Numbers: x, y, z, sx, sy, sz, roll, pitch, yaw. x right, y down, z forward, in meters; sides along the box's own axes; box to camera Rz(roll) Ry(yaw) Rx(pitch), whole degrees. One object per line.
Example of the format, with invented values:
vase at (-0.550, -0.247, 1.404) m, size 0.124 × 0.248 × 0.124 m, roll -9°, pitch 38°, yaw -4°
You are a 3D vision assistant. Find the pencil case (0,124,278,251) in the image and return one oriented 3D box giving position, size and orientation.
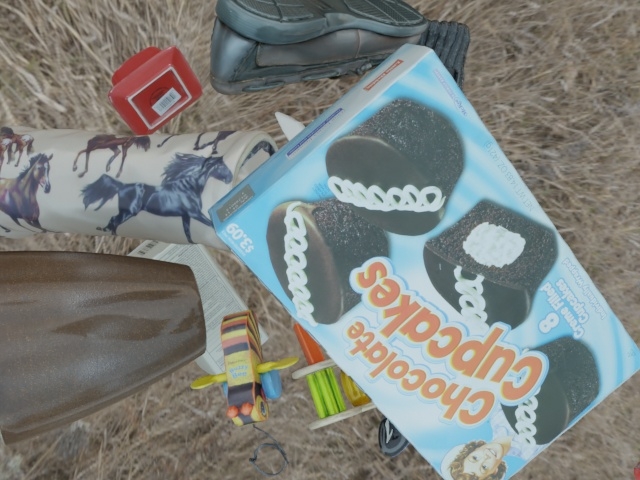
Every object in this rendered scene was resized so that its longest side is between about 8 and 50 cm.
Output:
pencil case at (-0.252, -0.071, 1.093) m, size 0.411 × 0.183 × 0.159 m, roll 3°, pitch 96°, yaw 15°

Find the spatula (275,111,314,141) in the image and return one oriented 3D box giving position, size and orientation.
spatula at (0.039, -0.105, 1.200) m, size 0.168 × 0.242 × 0.019 m, roll 13°, pitch 125°, yaw -42°

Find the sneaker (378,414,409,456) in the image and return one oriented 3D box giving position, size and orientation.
sneaker at (0.144, 0.289, 1.403) m, size 0.067 × 0.078 × 0.188 m, roll 32°, pitch 108°, yaw 20°

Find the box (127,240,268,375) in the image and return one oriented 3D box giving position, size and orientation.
box at (-0.260, 0.127, 1.708) m, size 0.148 × 0.121 × 0.311 m, roll -41°, pitch 116°, yaw -22°

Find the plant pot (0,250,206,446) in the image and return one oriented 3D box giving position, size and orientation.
plant pot at (-0.254, 0.100, 0.929) m, size 0.231 × 0.215 × 0.215 m, roll -10°, pitch 99°, yaw -19°

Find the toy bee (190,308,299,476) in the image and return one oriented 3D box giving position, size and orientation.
toy bee at (-0.122, 0.265, 1.473) m, size 0.195 × 0.162 × 0.298 m, roll -35°, pitch 76°, yaw 3°

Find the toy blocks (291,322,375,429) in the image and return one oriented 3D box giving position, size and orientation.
toy blocks at (0.006, 0.104, 0.812) m, size 0.054 × 0.123 × 0.148 m, roll -25°, pitch 77°, yaw 23°

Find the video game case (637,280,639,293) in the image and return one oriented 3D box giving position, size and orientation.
video game case at (0.441, 0.219, 0.946) m, size 0.036 × 0.329 × 0.299 m, roll -17°, pitch 96°, yaw 17°

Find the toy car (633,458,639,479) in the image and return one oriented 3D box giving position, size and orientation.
toy car at (0.605, 0.398, 1.427) m, size 0.053 × 0.239 × 0.225 m, roll -24°, pitch 111°, yaw -7°

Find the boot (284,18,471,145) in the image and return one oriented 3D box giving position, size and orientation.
boot at (0.099, -0.265, 1.486) m, size 0.348 × 0.131 × 0.260 m, roll 0°, pitch 99°, yaw 14°

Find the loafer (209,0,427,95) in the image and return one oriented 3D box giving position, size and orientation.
loafer at (-0.003, -0.187, 0.757) m, size 0.096 × 0.268 × 0.084 m, roll 42°, pitch 125°, yaw 24°

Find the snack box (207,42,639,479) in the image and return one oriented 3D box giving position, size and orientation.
snack box at (0.091, 0.039, 0.613) m, size 0.187 × 0.060 × 0.322 m, roll -41°, pitch 114°, yaw 1°

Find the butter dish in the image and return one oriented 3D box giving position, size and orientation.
butter dish at (-0.331, -0.302, 1.550) m, size 0.160 × 0.160 × 0.118 m, roll -39°, pitch 60°, yaw -6°
